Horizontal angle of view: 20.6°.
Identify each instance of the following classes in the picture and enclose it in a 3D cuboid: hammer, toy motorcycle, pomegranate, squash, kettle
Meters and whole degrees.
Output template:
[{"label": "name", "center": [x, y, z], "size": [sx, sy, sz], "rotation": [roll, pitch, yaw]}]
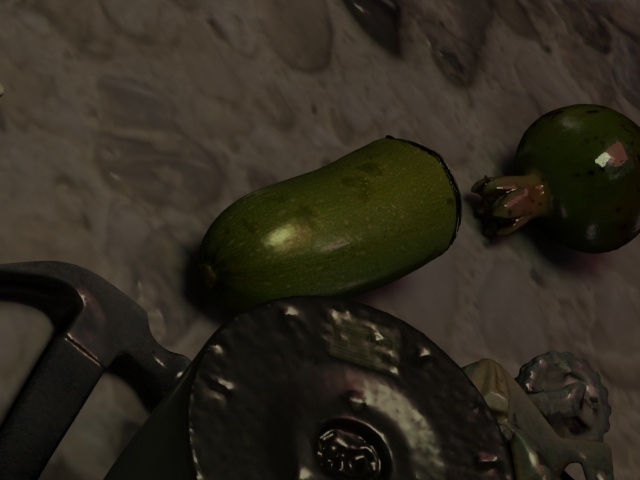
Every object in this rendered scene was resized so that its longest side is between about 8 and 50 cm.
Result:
[{"label": "hammer", "center": [-0.166, 0.119, 0.897], "size": [0.137, 0.037, 0.290], "rotation": [42, 41, -13]}, {"label": "toy motorcycle", "center": [0.118, 0.169, 1.097], "size": [0.130, 0.094, 0.229], "rotation": [22, 62, -25]}, {"label": "pomegranate", "center": [0.180, -0.040, 1.295], "size": [0.142, 0.114, 0.114], "rotation": [-20, 75, -23]}, {"label": "squash", "center": [0.000, 0.000, 1.104], "size": [0.188, 0.095, 0.095], "rotation": [-25, 81, -46]}, {"label": "kettle", "center": [-0.033, 0.132, 0.858], "size": [0.161, 0.236, 0.221], "rotation": [18, 49, -18]}]

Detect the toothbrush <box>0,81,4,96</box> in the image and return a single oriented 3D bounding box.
[{"label": "toothbrush", "center": [-0.293, -0.125, 0.967], "size": [0.263, 0.022, 0.026], "rotation": [23, 60, -30]}]
